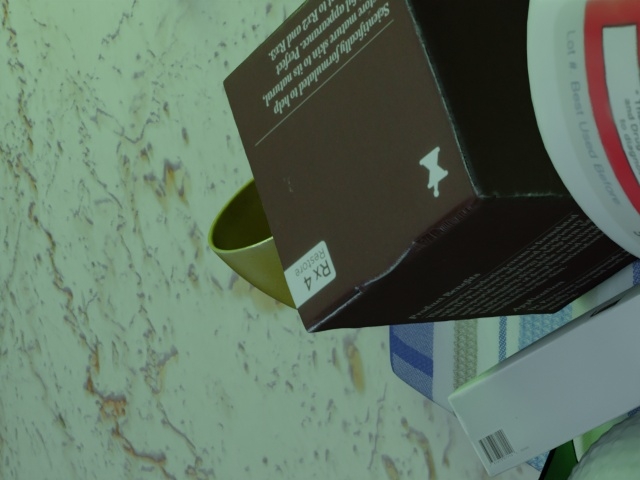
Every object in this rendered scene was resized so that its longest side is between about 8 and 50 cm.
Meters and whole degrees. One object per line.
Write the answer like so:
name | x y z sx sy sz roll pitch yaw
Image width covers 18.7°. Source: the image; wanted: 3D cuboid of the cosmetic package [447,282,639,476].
cosmetic package | 0.186 0.055 1.098 0.239 0.099 0.060 -34 81 45

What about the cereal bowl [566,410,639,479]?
cereal bowl | 0.194 0.254 1.022 0.339 0.141 0.339 -15 -90 -84

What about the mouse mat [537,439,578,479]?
mouse mat | 0.159 0.223 1.189 0.007 0.152 0.189 -12 105 21

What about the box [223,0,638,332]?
box | 0.088 -0.059 1.111 0.168 0.203 0.167 -38 62 45

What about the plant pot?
plant pot | 0.000 0.000 1.410 0.095 0.134 0.134 54 155 -22

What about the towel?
towel | 0.136 0.048 1.284 0.285 0.034 0.209 28 126 50

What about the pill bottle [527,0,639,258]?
pill bottle | 0.291 -0.090 0.790 0.408 0.229 0.229 3 106 58
